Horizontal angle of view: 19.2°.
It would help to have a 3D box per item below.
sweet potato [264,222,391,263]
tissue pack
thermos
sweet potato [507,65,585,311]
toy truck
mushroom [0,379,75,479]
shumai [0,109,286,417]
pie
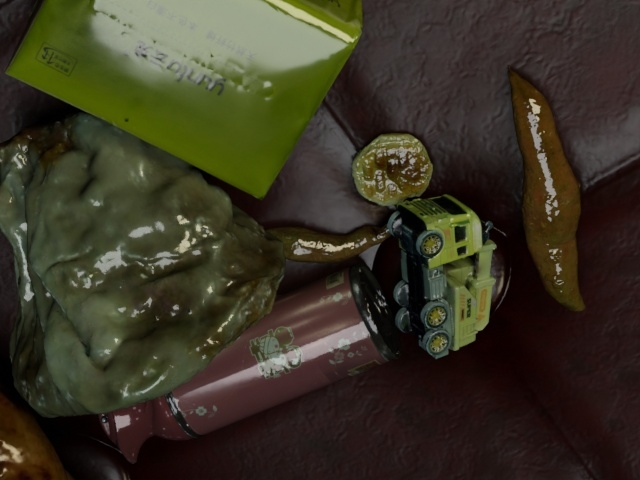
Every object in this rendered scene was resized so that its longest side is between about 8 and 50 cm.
[{"bbox_3d":[0.001,0.004,1.972,0.153,0.038,0.041,-4,140,1],"label":"sweet potato"},{"bbox_3d":[-0.125,-0.202,1.793,0.274,0.167,0.200,27,115,-12],"label":"tissue pack"},{"bbox_3d":[-0.092,0.122,1.992,0.330,0.109,0.136,-23,115,12],"label":"thermos"},{"bbox_3d":[0.232,-0.049,1.929,0.067,0.067,0.274,-11,110,6],"label":"sweet potato"},{"bbox_3d":[0.132,0.035,1.962,0.100,0.077,0.169,-16,117,-22],"label":"toy truck"},{"bbox_3d":[-0.408,0.270,2.042,0.345,0.259,0.346,7,107,25],"label":"mushroom"},{"bbox_3d":[-0.214,0.002,1.845,0.309,0.304,0.263,-26,103,12],"label":"shumai"},{"bbox_3d":[0.073,-0.073,1.940,0.084,0.020,0.084,0,117,0],"label":"pie"}]
